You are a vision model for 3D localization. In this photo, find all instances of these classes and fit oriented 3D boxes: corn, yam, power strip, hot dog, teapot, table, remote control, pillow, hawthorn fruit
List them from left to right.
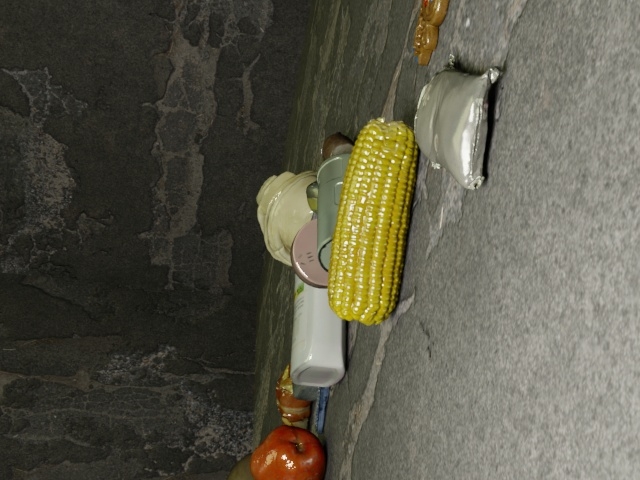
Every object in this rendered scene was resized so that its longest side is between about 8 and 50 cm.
[{"bbox_3d":[-0.072,0.510,1.908,0.189,0.189,0.189,-174,90,-82],"label":"hawthorn fruit"},{"bbox_3d":[-0.071,0.411,2.216,0.146,0.103,0.213,-103,21,-69],"label":"hot dog"},{"bbox_3d":[0.004,0.386,1.995,0.043,0.027,0.152,-123,38,-68],"label":"remote control"},{"bbox_3d":[0.013,0.028,1.780,0.078,0.154,0.154,128,148,-78],"label":"power strip"},{"bbox_3d":[0.048,-0.207,1.976,0.127,0.084,0.084,-122,39,-71],"label":"yam"},{"bbox_3d":[0.048,-0.105,1.809,0.166,0.130,0.119,14,82,50],"label":"teapot"},{"bbox_3d":[0.056,-0.050,1.625,0.126,0.126,0.220,105,168,-47],"label":"table"},{"bbox_3d":[0.088,-0.032,1.398,0.131,0.131,0.344,-140,58,-80],"label":"corn"},{"bbox_3d":[0.176,-0.166,1.129,0.255,0.059,0.169,-111,32,-75],"label":"pillow"}]

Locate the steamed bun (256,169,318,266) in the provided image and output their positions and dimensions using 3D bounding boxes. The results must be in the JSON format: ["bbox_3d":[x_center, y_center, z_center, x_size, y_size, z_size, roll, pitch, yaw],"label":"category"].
[{"bbox_3d":[-0.070,-0.065,2.224,0.289,0.203,0.276,-105,23,-66],"label":"steamed bun"}]

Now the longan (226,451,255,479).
[{"bbox_3d":[-0.144,0.665,2.134,0.248,0.248,0.248,-174,90,-82],"label":"longan"}]

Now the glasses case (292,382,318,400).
[{"bbox_3d":[-0.025,0.243,2.128,0.131,0.074,0.323,114,161,-59],"label":"glasses case"}]

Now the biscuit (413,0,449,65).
[{"bbox_3d":[0.180,-0.375,1.368,0.124,0.026,0.175,-95,15,-57],"label":"biscuit"}]

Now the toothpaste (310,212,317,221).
[{"bbox_3d":[-0.002,-0.001,2.053,0.068,0.099,0.282,-31,-35,-62],"label":"toothpaste"}]

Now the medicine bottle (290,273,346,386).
[{"bbox_3d":[-0.002,0.154,1.883,0.179,0.124,0.324,113,160,-59],"label":"medicine bottle"}]
